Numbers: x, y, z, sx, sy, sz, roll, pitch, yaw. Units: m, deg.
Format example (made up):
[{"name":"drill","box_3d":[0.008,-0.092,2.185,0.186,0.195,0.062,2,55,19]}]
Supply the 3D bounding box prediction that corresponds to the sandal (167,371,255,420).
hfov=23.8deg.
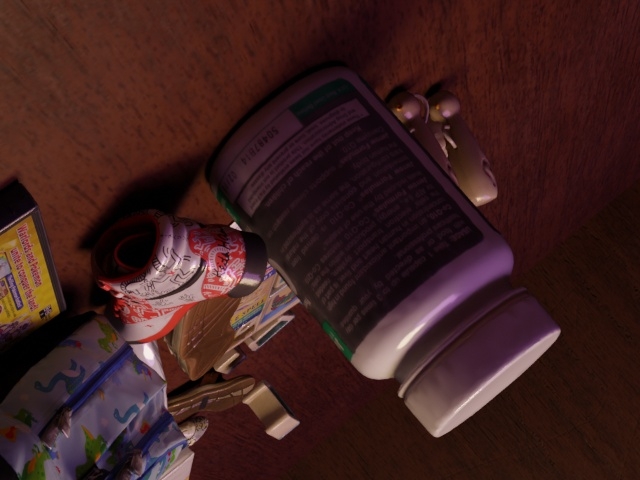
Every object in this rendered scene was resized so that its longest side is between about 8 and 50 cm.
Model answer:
[{"name":"sandal","box_3d":[-0.177,0.230,2.317,0.180,0.049,0.072,-12,147,-34]}]

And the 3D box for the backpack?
[{"name":"backpack","box_3d":[-0.299,0.226,1.537,0.290,0.273,0.355,-45,-165,34]}]

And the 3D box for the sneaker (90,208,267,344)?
[{"name":"sneaker","box_3d":[-0.190,0.036,1.580,0.145,0.090,0.270,15,155,-37]}]

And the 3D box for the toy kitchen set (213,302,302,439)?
[{"name":"toy kitchen set","box_3d":[-0.033,0.161,2.209,0.207,0.166,0.122,-40,167,3]}]

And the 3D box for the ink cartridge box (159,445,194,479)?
[{"name":"ink cartridge box","box_3d":[-0.254,0.280,2.019,0.093,0.154,0.212,-37,166,-22]}]

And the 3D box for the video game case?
[{"name":"video game case","box_3d":[-0.350,0.078,1.366,0.248,0.035,0.275,-36,165,-16]}]

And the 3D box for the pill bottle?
[{"name":"pill bottle","box_3d":[0.068,0.012,1.575,0.204,0.361,0.204,-37,166,-11]}]

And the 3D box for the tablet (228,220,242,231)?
[{"name":"tablet","box_3d":[-0.099,-0.014,1.809,0.083,0.006,0.054,-42,166,7]}]

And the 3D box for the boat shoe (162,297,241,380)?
[{"name":"boat shoe","box_3d":[-0.158,0.084,1.792,0.104,0.089,0.285,-43,167,-21]}]

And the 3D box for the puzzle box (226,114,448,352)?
[{"name":"puzzle box","box_3d":[0.000,0.000,2.028,0.409,0.052,0.272,-34,165,-23]}]

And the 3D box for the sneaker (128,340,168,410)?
[{"name":"sneaker","box_3d":[-0.235,0.157,1.817,0.091,0.094,0.258,-12,150,-9]}]

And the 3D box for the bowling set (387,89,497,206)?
[{"name":"bowling set","box_3d":[0.069,-0.080,1.833,0.200,0.154,0.287,-26,172,23]}]

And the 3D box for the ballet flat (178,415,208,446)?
[{"name":"ballet flat","box_3d":[-0.232,0.324,2.480,0.114,0.041,0.041,-39,167,-7]}]
